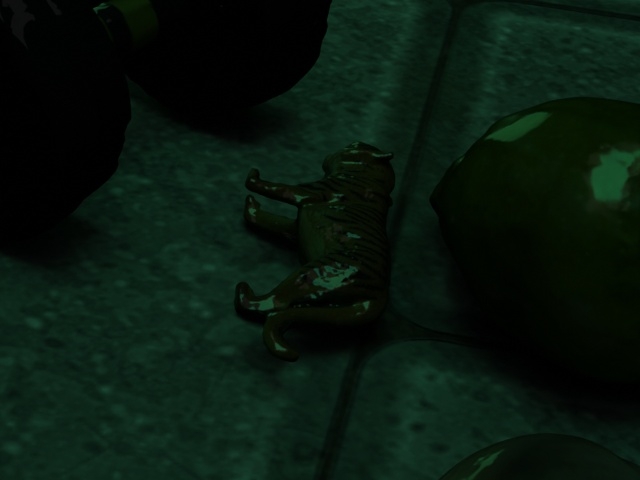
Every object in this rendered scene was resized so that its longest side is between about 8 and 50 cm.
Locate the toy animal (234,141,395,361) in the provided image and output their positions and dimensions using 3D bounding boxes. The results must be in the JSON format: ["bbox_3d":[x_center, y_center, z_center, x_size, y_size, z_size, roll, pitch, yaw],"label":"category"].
[{"bbox_3d":[0.000,0.000,1.002,0.099,0.056,0.241,4,32,-3],"label":"toy animal"}]

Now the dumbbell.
[{"bbox_3d":[-0.141,-0.135,1.075,0.185,0.185,0.388,25,38,27],"label":"dumbbell"}]

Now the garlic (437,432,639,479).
[{"bbox_3d":[0.118,0.152,0.761,0.128,0.148,0.266,-14,17,47],"label":"garlic"}]

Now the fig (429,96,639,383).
[{"bbox_3d":[0.154,-0.018,0.960,0.167,0.167,0.233,-15,46,-29],"label":"fig"}]
